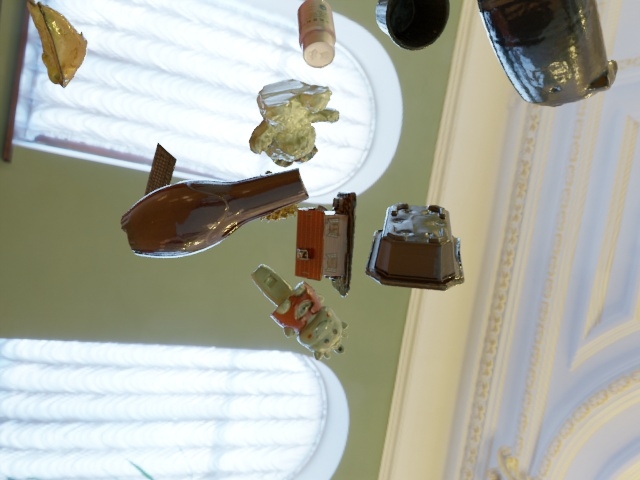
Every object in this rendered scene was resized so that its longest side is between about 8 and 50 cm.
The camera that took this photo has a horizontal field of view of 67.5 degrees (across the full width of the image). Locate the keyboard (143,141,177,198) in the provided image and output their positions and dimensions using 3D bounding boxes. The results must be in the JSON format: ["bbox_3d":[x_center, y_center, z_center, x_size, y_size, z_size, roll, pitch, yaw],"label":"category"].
[{"bbox_3d":[-0.352,-0.116,1.036,0.063,0.010,0.198,41,-52,14],"label":"keyboard"}]

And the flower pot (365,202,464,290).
[{"bbox_3d":[0.185,-0.004,0.923,0.251,0.178,0.084,-65,156,-62],"label":"flower pot"}]

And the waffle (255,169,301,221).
[{"bbox_3d":[-0.173,-0.157,1.721,0.193,0.197,0.070,-25,-152,20],"label":"waffle"}]

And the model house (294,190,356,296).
[{"bbox_3d":[0.000,0.001,1.366,0.207,0.153,0.294,-145,-123,-76],"label":"model house"}]

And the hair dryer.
[{"bbox_3d":[-0.190,-0.059,0.927,0.340,0.312,0.123,-158,-129,-82],"label":"hair dryer"}]

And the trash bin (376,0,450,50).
[{"bbox_3d":[0.224,-0.596,1.257,0.161,0.175,0.175,-121,-134,-61],"label":"trash bin"}]

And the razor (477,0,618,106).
[{"bbox_3d":[0.440,-0.411,0.937,0.204,0.349,0.113,4,-124,47],"label":"razor"}]

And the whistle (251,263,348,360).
[{"bbox_3d":[-0.041,0.146,1.000,0.106,0.253,0.102,-47,178,41],"label":"whistle"}]

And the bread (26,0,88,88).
[{"bbox_3d":[-0.812,-0.623,1.516,0.174,0.133,0.252,25,-51,37],"label":"bread"}]

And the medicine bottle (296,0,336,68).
[{"bbox_3d":[-0.015,-0.808,1.872,0.152,0.152,0.255,-48,-140,49],"label":"medicine bottle"}]

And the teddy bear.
[{"bbox_3d":[-0.082,-0.352,1.633,0.375,0.327,0.362,-126,-161,-54],"label":"teddy bear"}]
